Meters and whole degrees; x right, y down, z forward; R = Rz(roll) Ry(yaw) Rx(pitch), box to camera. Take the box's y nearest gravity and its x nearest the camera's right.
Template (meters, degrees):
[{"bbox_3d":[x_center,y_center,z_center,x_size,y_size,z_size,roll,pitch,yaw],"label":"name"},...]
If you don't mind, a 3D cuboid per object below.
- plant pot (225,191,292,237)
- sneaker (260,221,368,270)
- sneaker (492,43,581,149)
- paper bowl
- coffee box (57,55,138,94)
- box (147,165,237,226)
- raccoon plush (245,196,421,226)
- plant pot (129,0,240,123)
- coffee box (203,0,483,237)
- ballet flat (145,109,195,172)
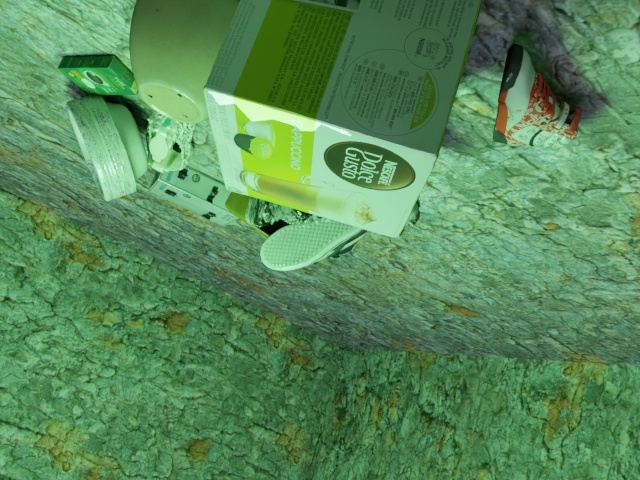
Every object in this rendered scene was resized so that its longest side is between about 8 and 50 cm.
[{"bbox_3d":[-0.145,-0.113,1.786,0.187,0.212,0.212,17,165,46],"label":"plant pot"},{"bbox_3d":[0.000,0.000,1.679,0.321,0.126,0.127,-23,162,14],"label":"sneaker"},{"bbox_3d":[0.388,-0.246,1.088,0.145,0.090,0.270,12,163,15],"label":"sneaker"},{"bbox_3d":[-0.574,-0.261,1.701,0.148,0.284,0.284,-22,174,-21],"label":"paper bowl"},{"bbox_3d":[-0.552,-0.412,1.553,0.184,0.040,0.113,8,159,29],"label":"coffee box"},{"bbox_3d":[-0.407,-0.155,2.055,0.290,0.087,0.169,26,160,-22],"label":"box"},{"bbox_3d":[0.034,-0.120,1.434,0.299,0.216,0.446,10,175,-22],"label":"raccoon plush"},{"bbox_3d":[-0.262,-0.349,1.238,0.284,0.190,0.284,16,161,6],"label":"plant pot"},{"bbox_3d":[0.041,-0.248,1.011,0.335,0.338,0.337,17,161,3],"label":"coffee box"},{"bbox_3d":[-0.431,-0.266,1.710,0.147,0.146,0.409,21,161,-7],"label":"ballet flat"}]
